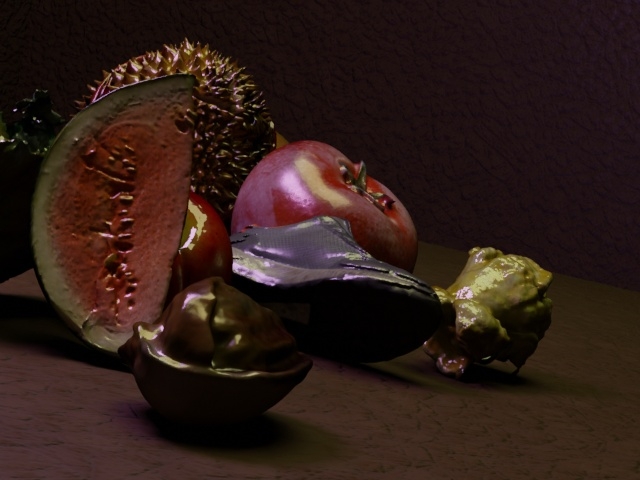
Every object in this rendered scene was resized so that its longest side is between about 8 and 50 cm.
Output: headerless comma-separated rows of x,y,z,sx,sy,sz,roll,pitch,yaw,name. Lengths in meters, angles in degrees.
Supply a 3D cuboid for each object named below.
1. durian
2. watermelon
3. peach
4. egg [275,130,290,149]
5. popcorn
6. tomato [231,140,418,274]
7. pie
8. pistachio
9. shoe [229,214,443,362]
-0.221,-0.119,2.074,0.348,0.384,0.347,9,35,-6,durian
-0.234,-0.033,1.409,0.159,0.303,0.128,-3,-17,44,watermelon
-0.196,0.045,1.599,0.196,0.226,0.190,46,52,13,peach
-0.185,-0.108,2.623,0.323,0.250,0.250,4,2,25,egg
0.194,0.098,1.745,0.195,0.173,0.168,-27,-12,-38,popcorn
0.000,0.000,1.931,0.270,0.227,0.270,35,19,-14,tomato
-0.338,-0.045,1.545,0.078,0.296,0.371,51,15,15,pie
-0.089,0.098,1.211,0.165,0.130,0.210,10,-4,22,pistachio
0.015,0.041,1.696,0.337,0.132,0.171,8,39,30,shoe
